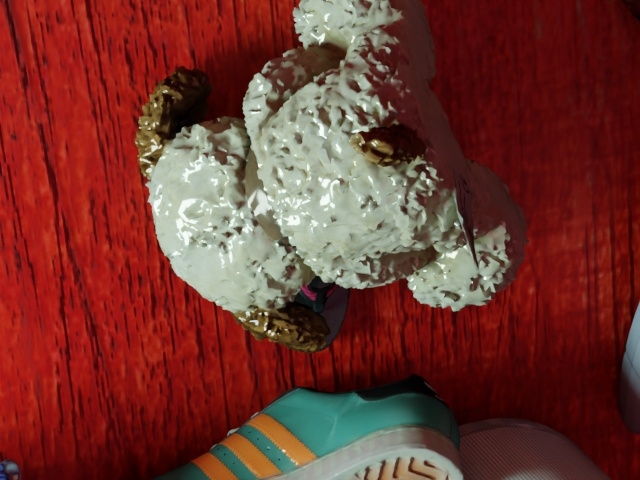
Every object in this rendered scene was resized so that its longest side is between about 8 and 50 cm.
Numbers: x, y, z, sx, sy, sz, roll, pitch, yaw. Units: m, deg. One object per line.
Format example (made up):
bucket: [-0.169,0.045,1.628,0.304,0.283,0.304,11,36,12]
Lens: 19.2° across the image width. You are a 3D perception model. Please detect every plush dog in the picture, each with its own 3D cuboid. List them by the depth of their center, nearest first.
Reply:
plush dog: [-0.012,-0.033,1.308,0.225,0.210,0.262,-25,94,22]

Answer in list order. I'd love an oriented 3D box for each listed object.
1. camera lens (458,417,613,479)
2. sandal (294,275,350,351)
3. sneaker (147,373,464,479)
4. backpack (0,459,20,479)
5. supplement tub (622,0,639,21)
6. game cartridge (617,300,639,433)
camera lens: [0.161,0.274,1.422,0.219,0.274,0.219,-6,109,-16]
sandal: [0.000,0.000,1.406,0.067,0.040,0.179,4,106,-20]
sneaker: [-0.039,0.185,1.428,0.302,0.121,0.108,-16,121,9]
backpack: [-0.288,0.227,1.321,0.173,0.158,0.117,-10,81,-12]
supplement tub: [0.320,-0.157,1.427,0.198,0.106,0.106,42,91,-26]
game cartridge: [0.354,0.042,1.485,0.196,0.060,0.294,9,123,-17]
